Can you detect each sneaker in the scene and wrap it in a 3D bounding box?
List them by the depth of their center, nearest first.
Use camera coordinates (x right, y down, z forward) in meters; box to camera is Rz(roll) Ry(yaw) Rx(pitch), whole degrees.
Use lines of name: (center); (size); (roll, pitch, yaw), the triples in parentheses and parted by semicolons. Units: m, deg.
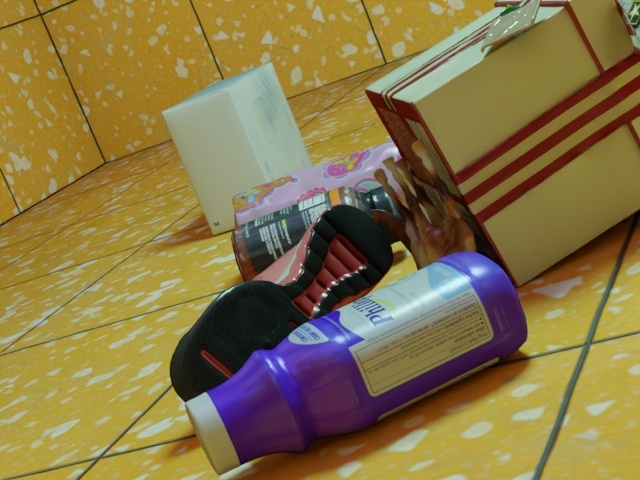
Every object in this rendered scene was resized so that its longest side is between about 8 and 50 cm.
sneaker: (-0.044, 0.090, 1.314); (0.314, 0.116, 0.136); (-40, -5, -43)

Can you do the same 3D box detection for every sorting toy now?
sorting toy: (0.184, -0.208, 1.226); (0.062, 0.012, 0.083); (-27, 22, 32)

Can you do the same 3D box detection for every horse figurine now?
horse figurine: (0.113, -0.007, 1.321); (0.066, 0.174, 0.263); (-27, -1, -5)

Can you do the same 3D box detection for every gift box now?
gift box: (0.234, -0.114, 1.329); (0.258, 0.255, 0.276); (-33, 19, -5)

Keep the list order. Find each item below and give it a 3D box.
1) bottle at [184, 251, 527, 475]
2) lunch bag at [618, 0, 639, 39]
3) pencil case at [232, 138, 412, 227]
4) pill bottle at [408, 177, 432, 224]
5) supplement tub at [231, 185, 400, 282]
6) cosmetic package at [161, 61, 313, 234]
bottle: (0.028, 0.103, 1.078); (0.283, 0.092, 0.118); (-25, 13, -11)
lunch bag: (0.555, -0.341, 1.929); (0.287, 0.169, 0.235); (-32, 17, -9)
pencil case: (0.024, -0.052, 1.730); (0.284, 0.124, 0.124); (-21, 12, 1)
pill bottle: (0.214, -0.092, 1.546); (0.215, 0.117, 0.117); (-26, 13, -21)
supplement tub: (0.000, 0.000, 1.560); (0.198, 0.106, 0.106); (-20, 12, 7)
cosmetic package: (-0.132, -0.160, 2.207); (0.138, 0.224, 0.225); (-17, 13, 23)
